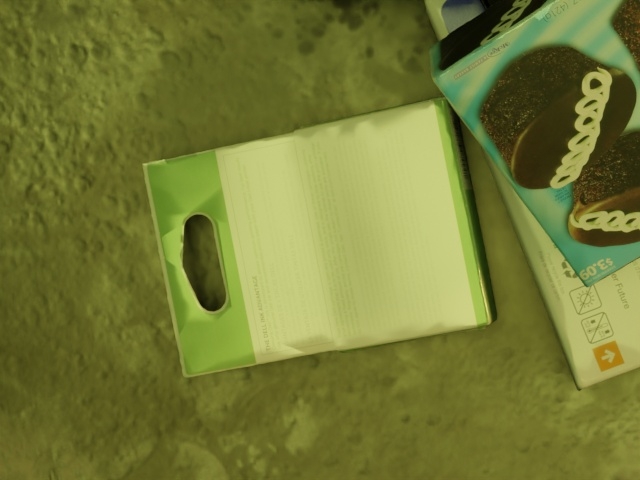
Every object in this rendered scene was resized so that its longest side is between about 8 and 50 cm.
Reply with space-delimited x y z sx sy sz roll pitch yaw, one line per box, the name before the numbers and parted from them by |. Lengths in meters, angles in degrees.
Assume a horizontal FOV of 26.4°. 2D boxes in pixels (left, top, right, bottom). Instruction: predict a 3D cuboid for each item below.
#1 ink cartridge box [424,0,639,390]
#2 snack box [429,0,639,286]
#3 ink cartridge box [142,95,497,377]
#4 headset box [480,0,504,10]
ink cartridge box | 0.270 -0.089 0.962 0.307 0.072 0.303 -22 86 8
snack box | 0.252 -0.127 0.843 0.322 0.060 0.187 -33 114 17
ink cartridge box | 0.000 0.000 1.017 0.235 0.056 0.171 -11 90 13
headset box | 0.204 -0.273 0.840 0.293 0.218 0.110 -28 61 8
